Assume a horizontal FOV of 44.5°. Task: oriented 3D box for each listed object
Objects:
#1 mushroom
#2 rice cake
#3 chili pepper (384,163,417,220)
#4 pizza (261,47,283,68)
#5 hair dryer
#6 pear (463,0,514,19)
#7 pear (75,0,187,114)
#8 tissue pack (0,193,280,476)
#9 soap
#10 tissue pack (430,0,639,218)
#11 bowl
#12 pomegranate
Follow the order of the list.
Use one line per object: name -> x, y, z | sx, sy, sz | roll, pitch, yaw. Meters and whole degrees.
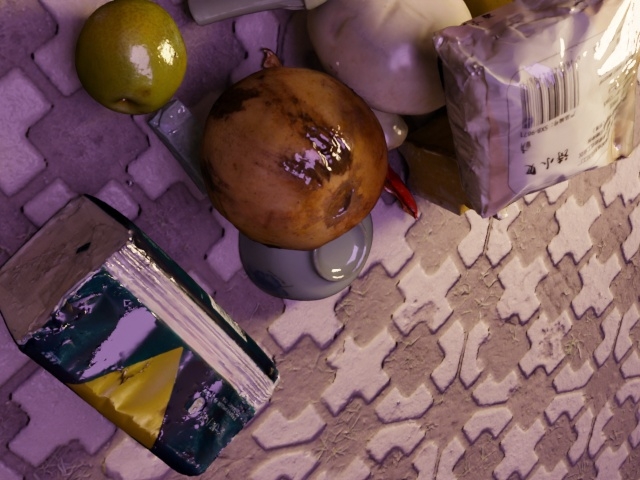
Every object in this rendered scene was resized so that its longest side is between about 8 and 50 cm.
mushroom -> 0.144, -0.336, 1.400 | 0.315, 0.315, 0.356 | -35, 113, -21
rice cake -> -0.216, -0.153, 1.357 | 0.069, 0.063, 0.206 | -51, 130, -17
chili pepper -> 0.145, -0.125, 1.633 | 0.268, 0.059, 0.050 | 41, 70, -41
pizza -> -0.087, -0.315, 1.422 | 0.037, 0.016, 0.083 | -44, 130, -17
hair dryer -> -0.109, -0.476, 1.280 | 0.296, 0.298, 0.119 | -38, 171, 4
pear -> 0.459, -0.441, 1.549 | 0.362, 0.362, 0.418 | 56, 36, -36
pear -> -0.281, -0.299, 1.194 | 0.166, 0.180, 0.216 | 14, 69, -8
tissue pack -> -0.298, 0.152, 1.281 | 0.253, 0.264, 0.416 | -46, 128, -12
soap -> 0.381, -0.197, 1.622 | 0.339, 0.304, 0.169 | -33, 127, -22
tissue pack -> 0.385, -0.242, 1.300 | 0.375, 0.195, 0.390 | -23, 130, -12
bowl -> 0.000, 0.000, 1.519 | 0.289, 0.146, 0.289 | -13, 114, -31
pomegranate -> -0.046, -0.133, 1.296 | 0.322, 0.322, 0.322 | -13, 114, -32
